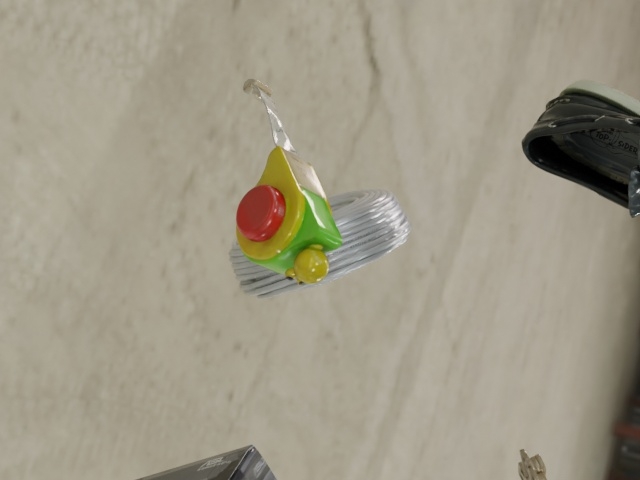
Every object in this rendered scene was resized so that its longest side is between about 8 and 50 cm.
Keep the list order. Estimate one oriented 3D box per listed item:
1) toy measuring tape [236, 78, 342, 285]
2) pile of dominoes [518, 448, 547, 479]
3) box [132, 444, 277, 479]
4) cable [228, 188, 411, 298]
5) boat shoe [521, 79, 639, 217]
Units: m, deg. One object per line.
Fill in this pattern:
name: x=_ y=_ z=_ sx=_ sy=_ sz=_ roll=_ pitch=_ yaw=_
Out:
toy measuring tape: x=-0.064 y=-0.062 z=1.578 sx=0.121 sy=0.121 sz=0.330 roll=77 pitch=-8 yaw=-49
pile of dominoes: x=0.386 y=0.461 z=2.037 sx=0.196 sy=0.040 sz=0.251 roll=75 pitch=-8 yaw=-60
box: x=-0.222 y=0.376 z=1.525 sx=0.076 sy=0.307 sz=0.242 roll=58 pitch=34 yaw=-16
cable: x=0.000 y=0.000 z=1.779 sx=0.257 sy=0.257 sz=0.089 roll=-28 pitch=101 yaw=-47
boat shoe: x=0.343 y=-0.069 z=1.318 sx=0.113 sy=0.340 sz=0.127 roll=-32 pitch=134 yaw=-22
